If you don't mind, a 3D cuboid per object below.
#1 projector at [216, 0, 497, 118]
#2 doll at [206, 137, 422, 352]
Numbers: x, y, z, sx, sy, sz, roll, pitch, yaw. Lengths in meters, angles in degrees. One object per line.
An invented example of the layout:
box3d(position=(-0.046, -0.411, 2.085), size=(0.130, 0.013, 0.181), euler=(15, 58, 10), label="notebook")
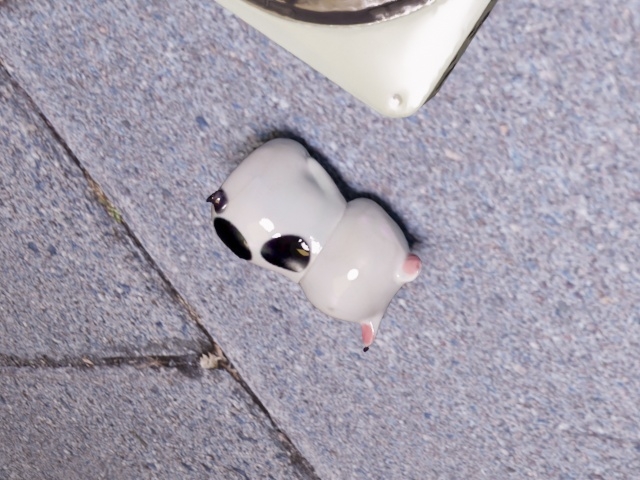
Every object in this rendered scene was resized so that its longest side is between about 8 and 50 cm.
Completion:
box3d(position=(0.011, -0.237, 0.677), size=(0.259, 0.079, 0.257), euler=(35, 117, 5), label="projector")
box3d(position=(-0.005, -0.005, 1.047), size=(0.181, 0.107, 0.110), euler=(32, 126, 0), label="doll")
